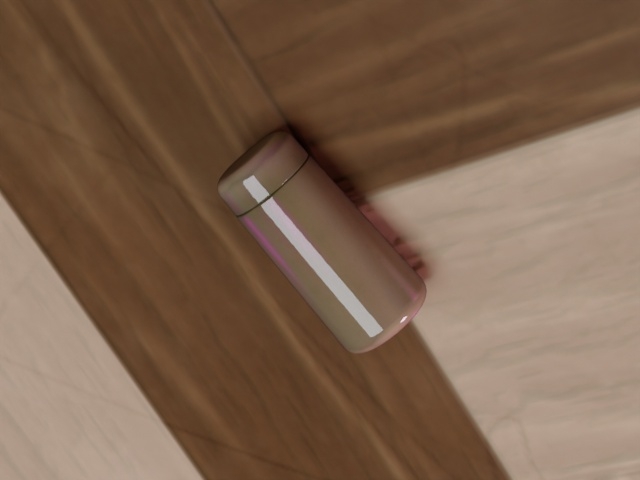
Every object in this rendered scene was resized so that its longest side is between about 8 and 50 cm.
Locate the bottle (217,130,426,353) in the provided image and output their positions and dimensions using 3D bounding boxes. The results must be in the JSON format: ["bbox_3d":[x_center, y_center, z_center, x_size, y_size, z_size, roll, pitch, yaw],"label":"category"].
[{"bbox_3d":[0.000,0.000,0.738,0.045,0.045,0.096,-32,103,40],"label":"bottle"}]
